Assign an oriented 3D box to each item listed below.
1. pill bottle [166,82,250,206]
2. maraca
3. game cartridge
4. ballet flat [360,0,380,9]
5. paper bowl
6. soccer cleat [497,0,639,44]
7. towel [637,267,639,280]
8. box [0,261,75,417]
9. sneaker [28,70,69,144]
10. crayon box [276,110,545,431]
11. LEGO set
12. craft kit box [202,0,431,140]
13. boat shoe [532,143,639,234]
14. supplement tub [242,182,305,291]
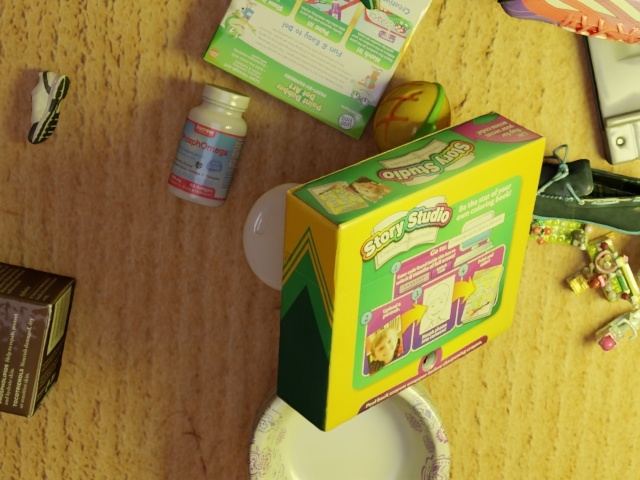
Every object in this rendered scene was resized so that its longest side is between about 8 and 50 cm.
[{"bbox_3d":[-0.153,-0.134,1.678,0.087,0.087,0.160,17,100,-3],"label":"pill bottle"},{"bbox_3d":[0.123,-0.149,1.626,0.099,0.185,0.127,33,122,-15],"label":"maraca"},{"bbox_3d":[0.479,-0.300,1.660,0.230,0.068,0.355,-12,101,7],"label":"game cartridge"},{"bbox_3d":[0.041,-0.397,1.589,0.070,0.070,0.188,-34,102,6],"label":"ballet flat"},{"bbox_3d":[0.040,0.297,1.729,0.284,0.148,0.284,0,100,1],"label":"paper bowl"},{"bbox_3d":[0.394,-0.304,1.581,0.318,0.108,0.116,-6,105,-1],"label":"soccer cleat"},{"bbox_3d":[0.603,0.026,1.697,0.285,0.034,0.209,28,82,-9],"label":"towel"},{"bbox_3d":[-0.470,0.128,1.688,0.203,0.168,0.167,12,101,-2],"label":"box"},{"bbox_3d":[-0.392,-0.189,1.698,0.044,0.040,0.109,24,97,12],"label":"sneaker"},{"bbox_3d":[0.115,0.033,1.548,0.363,0.106,0.313,-23,131,-35],"label":"crayon box"},{"bbox_3d":[0.362,0.028,1.696,0.287,0.107,0.132,43,98,-7],"label":"LEGO set"},{"bbox_3d":[0.002,-0.304,1.663,0.250,0.061,0.246,28,97,-5],"label":"craft kit box"},{"bbox_3d":[0.358,-0.084,1.677,0.258,0.109,0.089,7,140,-12],"label":"boat shoe"},{"bbox_3d":[0.000,0.000,1.629,0.144,0.200,0.144,-1,87,26],"label":"supplement tub"}]
